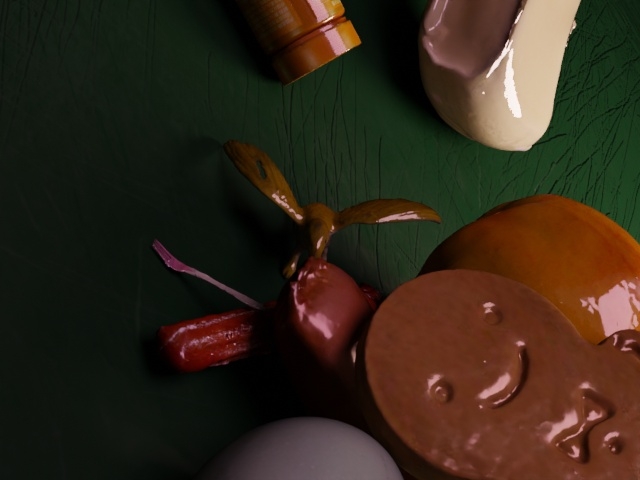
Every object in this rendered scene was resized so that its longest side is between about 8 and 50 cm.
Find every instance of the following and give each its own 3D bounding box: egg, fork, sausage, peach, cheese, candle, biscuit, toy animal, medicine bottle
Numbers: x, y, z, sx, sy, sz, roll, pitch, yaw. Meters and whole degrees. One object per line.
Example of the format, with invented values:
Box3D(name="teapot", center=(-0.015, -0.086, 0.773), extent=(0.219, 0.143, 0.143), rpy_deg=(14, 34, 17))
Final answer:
Box3D(name="egg", center=(-0.025, 0.227, 1.222), extent=(0.231, 0.168, 0.168), rpy_deg=(-26, 90, -50))
Box3D(name="fork", center=(-0.098, 0.034, 1.374), extent=(0.115, 0.012, 0.016), rpy_deg=(30, 39, -8))
Box3D(name="sausage", center=(0.049, 0.163, 1.414), extent=(0.348, 0.094, 0.097), rpy_deg=(58, 38, -24))
Box3D(name="peach", center=(0.218, 0.120, 1.544), extent=(0.308, 0.289, 0.289), rpy_deg=(55, 32, 4))
Box3D(name="cheese", center=(0.222, -0.245, 1.868), extent=(0.233, 0.127, 0.266), rpy_deg=(25, 84, -57))
Box3D(name="candle", center=(-0.042, 0.075, 1.422), extent=(0.051, 0.048, 0.329), rpy_deg=(31, 20, 27))
Box3D(name="biscuit", center=(0.194, 0.154, 1.312), extent=(0.355, 0.052, 0.275), rpy_deg=(37, 53, 9))
Box3D(name="toy animal", center=(0.000, 0.000, 1.475), extent=(0.219, 0.095, 0.155), rpy_deg=(13, 47, -4))
Box3D(name="medicine bottle", center=(-0.043, -0.262, 1.607), extent=(0.192, 0.096, 0.096), rpy_deg=(60, 32, -6))
